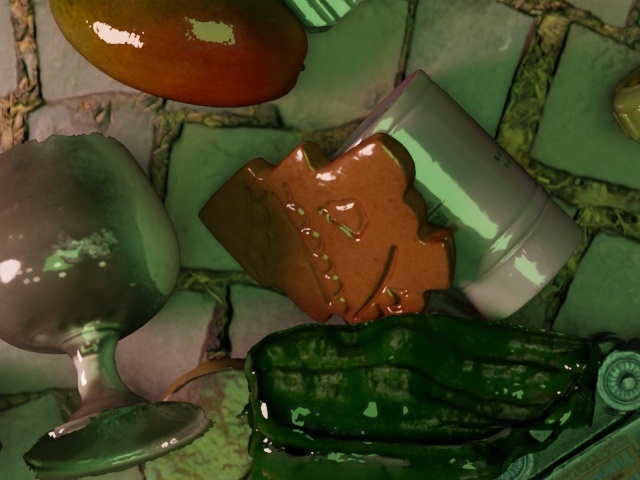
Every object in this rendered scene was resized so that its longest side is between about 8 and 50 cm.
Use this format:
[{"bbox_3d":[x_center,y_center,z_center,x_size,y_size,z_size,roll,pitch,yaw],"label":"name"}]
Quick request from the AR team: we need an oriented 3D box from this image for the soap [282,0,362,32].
[{"bbox_3d":[-0.023,-0.332,1.577,0.119,0.066,0.198,-40,96,4],"label":"soap"}]

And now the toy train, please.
[{"bbox_3d":[0.296,0.243,1.621,0.299,0.131,0.202,-33,98,2],"label":"toy train"}]

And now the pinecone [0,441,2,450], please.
[{"bbox_3d":[-0.442,0.220,1.551,0.184,0.204,0.179,-31,108,-29],"label":"pinecone"}]

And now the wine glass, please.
[{"bbox_3d":[-0.248,0.064,1.507,0.238,0.238,0.323,-14,70,-1],"label":"wine glass"}]

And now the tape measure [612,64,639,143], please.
[{"bbox_3d":[0.394,-0.165,1.569,0.177,0.154,0.087,-38,101,-28],"label":"tape measure"}]

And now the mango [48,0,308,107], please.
[{"bbox_3d":[-0.157,-0.223,1.556,0.289,0.129,0.146,9,123,9],"label":"mango"}]

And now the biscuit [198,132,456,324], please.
[{"bbox_3d":[0.000,0.000,1.560,0.306,0.043,0.284,10,129,25],"label":"biscuit"}]

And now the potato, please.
[{"bbox_3d":[-0.133,0.235,1.619,0.138,0.098,0.243,28,95,-2],"label":"potato"}]

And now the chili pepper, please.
[{"bbox_3d":[0.106,0.183,1.490,0.384,0.213,0.167,-4,135,3],"label":"chili pepper"}]

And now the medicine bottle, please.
[{"bbox_3d":[0.147,-0.047,1.572,0.254,0.152,0.152,44,93,-5],"label":"medicine bottle"}]
